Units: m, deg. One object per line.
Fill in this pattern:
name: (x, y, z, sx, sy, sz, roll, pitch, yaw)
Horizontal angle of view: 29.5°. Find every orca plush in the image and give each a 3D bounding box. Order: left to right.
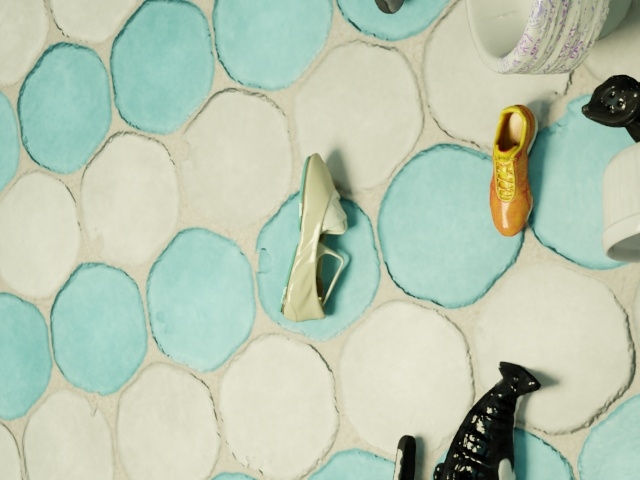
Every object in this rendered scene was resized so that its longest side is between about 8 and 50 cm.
orca plush: (0.212, 0.306, 1.595, 0.151, 0.102, 0.287, 35, 108, 29)

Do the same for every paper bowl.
paper bowl: (0.285, -0.344, 1.479, 0.284, 0.148, 0.284, 177, 90, -77)

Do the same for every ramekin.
ramekin: (0.423, -0.051, 1.402, 0.207, 0.207, 0.109, -15, 73, 33)

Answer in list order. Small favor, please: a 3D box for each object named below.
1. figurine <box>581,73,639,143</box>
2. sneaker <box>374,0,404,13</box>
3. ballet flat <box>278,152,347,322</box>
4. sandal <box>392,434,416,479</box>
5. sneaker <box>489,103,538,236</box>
figurine: (0.426, -0.175, 1.391, 0.215, 0.209, 0.092, -22, 78, 32)
sneaker: (0.132, -0.421, 1.671, 0.098, 0.083, 0.223, 11, 95, 29)
ballet flat: (0.000, 0.000, 1.765, 0.086, 0.086, 0.248, 15, 100, 33)
sandal: (0.120, 0.360, 1.682, 0.040, 0.067, 0.179, 8, 91, 22)
sneaker: (0.245, -0.092, 1.599, 0.064, 0.067, 0.175, 3, 93, 32)
